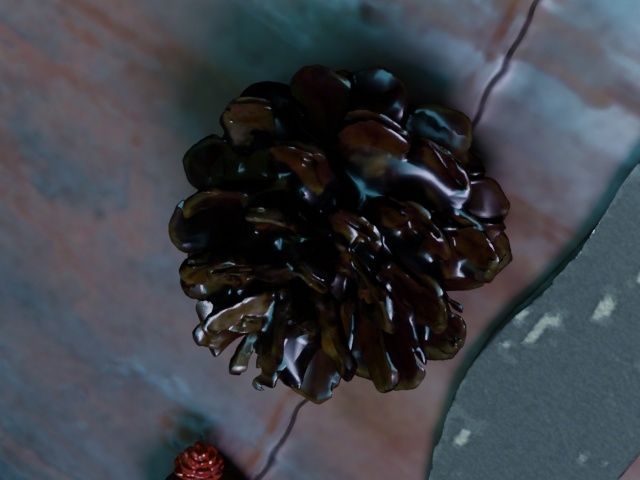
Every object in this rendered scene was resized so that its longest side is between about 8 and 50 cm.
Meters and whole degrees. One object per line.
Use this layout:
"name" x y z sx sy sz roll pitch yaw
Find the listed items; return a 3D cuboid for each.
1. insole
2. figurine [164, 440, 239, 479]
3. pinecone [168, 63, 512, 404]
"insole" 0.119 0.042 0.635 0.081 0.011 0.248 34 118 4
"figurine" -0.033 0.143 0.710 0.106 0.047 0.060 40 126 0
"pinecone" 0.002 0.001 0.601 0.140 0.121 0.140 15 128 20
